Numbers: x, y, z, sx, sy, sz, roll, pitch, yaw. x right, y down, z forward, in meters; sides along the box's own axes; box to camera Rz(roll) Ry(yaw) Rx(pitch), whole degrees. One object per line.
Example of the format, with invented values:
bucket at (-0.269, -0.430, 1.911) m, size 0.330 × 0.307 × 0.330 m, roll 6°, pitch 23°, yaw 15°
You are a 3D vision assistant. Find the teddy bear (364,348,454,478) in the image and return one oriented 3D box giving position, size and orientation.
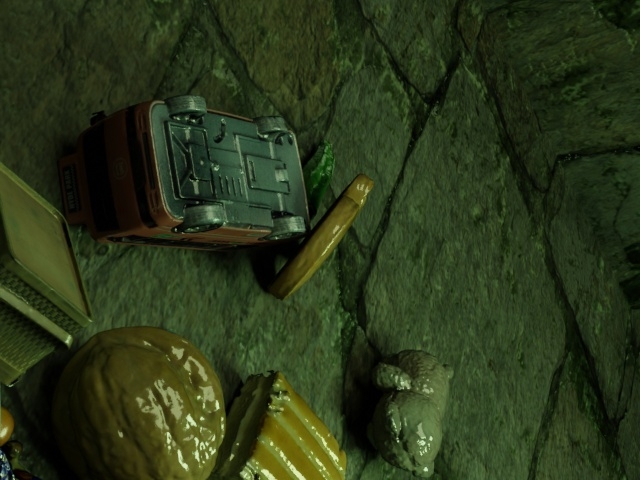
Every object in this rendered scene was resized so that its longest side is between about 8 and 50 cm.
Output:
teddy bear at (0.173, 0.334, 2.575) m, size 0.236 × 0.151 × 0.267 m, roll 56°, pitch 34°, yaw -26°

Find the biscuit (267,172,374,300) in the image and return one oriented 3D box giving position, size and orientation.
biscuit at (0.002, 0.002, 2.321) m, size 0.052 × 0.275 × 0.355 m, roll 39°, pitch 9°, yaw -3°

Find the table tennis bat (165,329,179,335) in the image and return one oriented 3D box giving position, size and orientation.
table tennis bat at (-0.229, 0.216, 2.089) m, size 0.100 × 0.019 × 0.155 m, roll -14°, pitch 88°, yaw -60°

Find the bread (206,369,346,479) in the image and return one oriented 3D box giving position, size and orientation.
bread at (-0.072, 0.372, 2.192) m, size 0.246 × 0.111 × 0.239 m, roll 54°, pitch 33°, yaw -27°

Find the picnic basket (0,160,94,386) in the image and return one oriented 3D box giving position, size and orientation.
picnic basket at (-0.403, 0.032, 1.660) m, size 0.165 × 0.139 × 0.267 m, roll 46°, pitch 11°, yaw -40°

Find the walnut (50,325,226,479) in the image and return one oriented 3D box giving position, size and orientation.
walnut at (-0.255, 0.240, 1.851) m, size 0.224 × 0.257 × 0.257 m, roll -116°, pitch -177°, yaw -76°

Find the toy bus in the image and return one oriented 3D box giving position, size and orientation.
toy bus at (-0.197, -0.090, 2.074) m, size 0.427 × 0.233 × 0.203 m, roll 6°, pitch 72°, yaw -61°

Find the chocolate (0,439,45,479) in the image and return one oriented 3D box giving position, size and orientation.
chocolate at (-0.388, 0.326, 1.670) m, size 0.343 × 0.126 × 0.148 m, roll 48°, pitch 35°, yaw -40°

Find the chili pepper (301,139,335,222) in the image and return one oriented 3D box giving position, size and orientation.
chili pepper at (-0.016, -0.131, 2.558) m, size 0.088 × 0.059 × 0.227 m, roll 54°, pitch 34°, yaw -25°

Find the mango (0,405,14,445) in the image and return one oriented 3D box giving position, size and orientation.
mango at (-0.436, 0.244, 1.708) m, size 0.089 × 0.046 × 0.060 m, roll -13°, pitch 89°, yaw -47°
